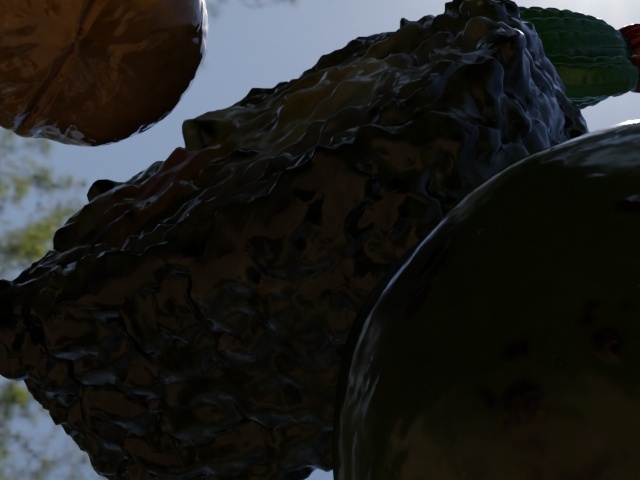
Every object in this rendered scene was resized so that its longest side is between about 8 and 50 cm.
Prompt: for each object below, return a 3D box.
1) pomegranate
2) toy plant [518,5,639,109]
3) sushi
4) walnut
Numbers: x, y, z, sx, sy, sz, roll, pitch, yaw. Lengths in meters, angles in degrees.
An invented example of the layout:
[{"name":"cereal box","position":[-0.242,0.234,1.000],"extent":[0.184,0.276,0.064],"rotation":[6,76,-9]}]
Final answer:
[{"name":"pomegranate","position":[0.128,0.073,0.524],"extent":[0.270,0.254,0.254],"rotation":[-32,-140,-16]},{"name":"toy plant","position":[0.180,-0.136,1.208],"extent":[0.154,0.240,0.088],"rotation":[-82,174,-76]},{"name":"sushi","position":[0.000,0.000,0.920],"extent":[0.352,0.178,0.294],"rotation":[-22,-160,29]},{"name":"walnut","position":[-0.151,-0.137,0.932],"extent":[0.165,0.165,0.197],"rotation":[-69,-156,8]}]
